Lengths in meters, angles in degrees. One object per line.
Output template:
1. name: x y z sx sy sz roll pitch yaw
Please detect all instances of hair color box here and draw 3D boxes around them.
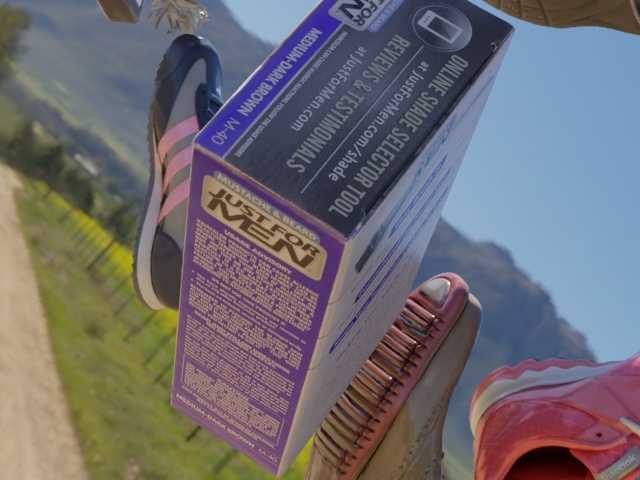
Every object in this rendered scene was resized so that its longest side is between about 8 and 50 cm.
1. hair color box: 0.000 0.000 0.822 0.110 0.185 0.339 33 -31 9

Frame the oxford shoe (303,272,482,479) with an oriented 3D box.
1. oxford shoe: 0.058 0.195 1.052 0.130 0.348 0.123 26 6 -14

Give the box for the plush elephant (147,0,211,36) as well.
1. plush elephant: -0.126 -0.419 1.444 0.272 0.329 0.255 0 -12 -33

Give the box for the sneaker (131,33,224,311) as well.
1. sneaker: -0.122 -0.076 1.426 0.131 0.318 0.112 2 -4 27

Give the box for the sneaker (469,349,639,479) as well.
1. sneaker: 0.262 0.148 1.018 0.116 0.314 0.136 56 29 -20

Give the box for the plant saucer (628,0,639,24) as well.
1. plant saucer: 0.409 -0.343 1.292 0.050 0.310 0.310 39 -6 44

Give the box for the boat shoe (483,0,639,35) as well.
1. boat shoe: 0.314 -0.321 1.505 0.321 0.103 0.118 12 -22 20

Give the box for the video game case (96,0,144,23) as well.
1. video game case: -0.112 -0.296 0.745 0.026 0.274 0.196 6 -22 13
